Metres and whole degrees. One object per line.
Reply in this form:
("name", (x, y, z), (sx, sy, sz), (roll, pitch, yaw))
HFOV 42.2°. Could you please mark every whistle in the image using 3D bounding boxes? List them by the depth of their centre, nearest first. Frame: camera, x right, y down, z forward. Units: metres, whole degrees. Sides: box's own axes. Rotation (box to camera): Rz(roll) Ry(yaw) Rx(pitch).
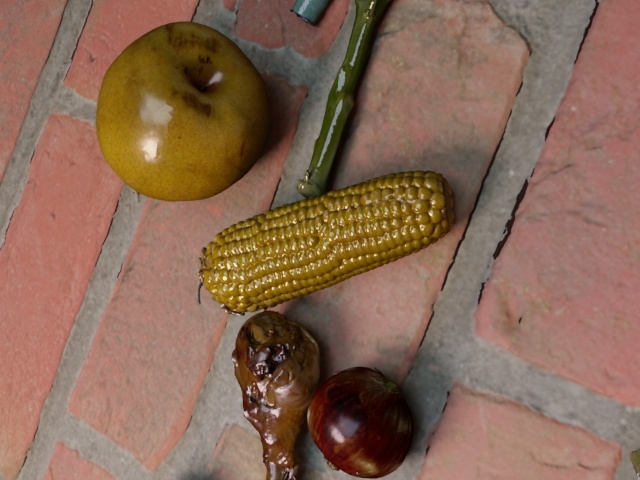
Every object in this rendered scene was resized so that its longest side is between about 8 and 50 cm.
("whistle", (0.026, -0.346, 0.990), (0.039, 0.039, 0.186), (37, 100, 29))

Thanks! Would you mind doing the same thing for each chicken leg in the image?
("chicken leg", (-0.048, 0.204, 0.922), (0.107, 0.087, 0.252), (174, 95, -64))

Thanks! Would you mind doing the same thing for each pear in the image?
("pear", (-0.165, -0.142, 0.977), (0.208, 0.209, 0.209), (-5, 79, 29))

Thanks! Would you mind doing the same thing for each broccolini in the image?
("broccolini", (0.049, -0.232, 0.935), (0.078, 0.074, 0.392), (16, 89, 38))

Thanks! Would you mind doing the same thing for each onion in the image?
("onion", (0.038, 0.190, 0.858), (0.117, 0.118, 0.119), (31, 97, 26))

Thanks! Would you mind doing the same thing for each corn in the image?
("corn", (0.000, 0.000, 0.910), (0.305, 0.106, 0.106), (-20, 73, 25))

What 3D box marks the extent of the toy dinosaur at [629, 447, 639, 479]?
("toy dinosaur", (0.369, 0.179, 0.705), (0.199, 0.072, 0.251), (-17, 62, 16))
